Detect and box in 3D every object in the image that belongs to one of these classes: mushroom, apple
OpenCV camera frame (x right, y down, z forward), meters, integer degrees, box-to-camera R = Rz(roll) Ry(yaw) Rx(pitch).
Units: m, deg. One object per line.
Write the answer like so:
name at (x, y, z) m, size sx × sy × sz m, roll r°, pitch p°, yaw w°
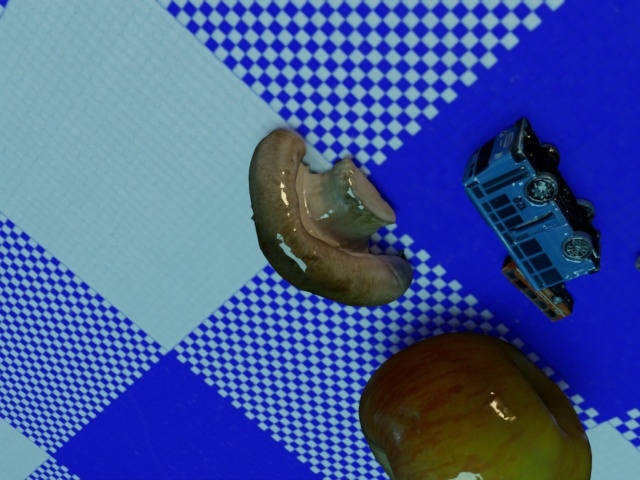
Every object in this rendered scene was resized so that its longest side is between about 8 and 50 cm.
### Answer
mushroom at (0.000, 0.000, 0.966) m, size 0.156 × 0.151 × 0.286 m, roll -33°, pitch 107°, yaw 36°
apple at (0.210, 0.260, 0.997) m, size 0.301 × 0.301 × 0.302 m, roll 10°, pitch 126°, yaw 14°

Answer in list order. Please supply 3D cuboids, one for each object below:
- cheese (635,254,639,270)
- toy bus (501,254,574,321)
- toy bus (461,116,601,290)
cheese at (0.530, -0.053, 0.806) m, size 0.085 × 0.034 × 0.400 m, roll 38°, pitch 128°, yaw -13°
toy bus at (0.281, 0.058, 0.976) m, size 0.110 × 0.031 × 0.043 m, roll 43°, pitch 133°, yaw -11°
toy bus at (0.247, -0.040, 0.885) m, size 0.106 × 0.090 × 0.185 m, roll -26°, pitch 111°, yaw 35°
